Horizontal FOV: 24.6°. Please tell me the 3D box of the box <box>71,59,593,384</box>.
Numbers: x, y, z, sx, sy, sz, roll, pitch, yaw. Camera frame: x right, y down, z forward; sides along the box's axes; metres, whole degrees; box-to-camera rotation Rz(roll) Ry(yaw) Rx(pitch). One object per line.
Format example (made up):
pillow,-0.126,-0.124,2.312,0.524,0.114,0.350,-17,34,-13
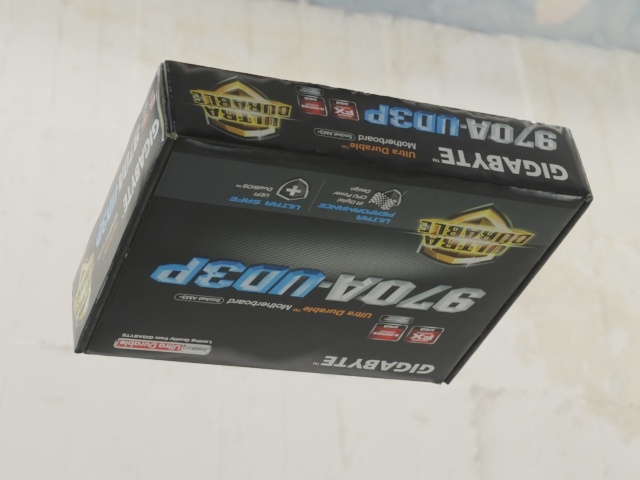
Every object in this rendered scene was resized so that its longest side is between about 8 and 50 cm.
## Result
box,0.000,0.000,0.745,0.220,0.175,0.051,7,-130,-22
